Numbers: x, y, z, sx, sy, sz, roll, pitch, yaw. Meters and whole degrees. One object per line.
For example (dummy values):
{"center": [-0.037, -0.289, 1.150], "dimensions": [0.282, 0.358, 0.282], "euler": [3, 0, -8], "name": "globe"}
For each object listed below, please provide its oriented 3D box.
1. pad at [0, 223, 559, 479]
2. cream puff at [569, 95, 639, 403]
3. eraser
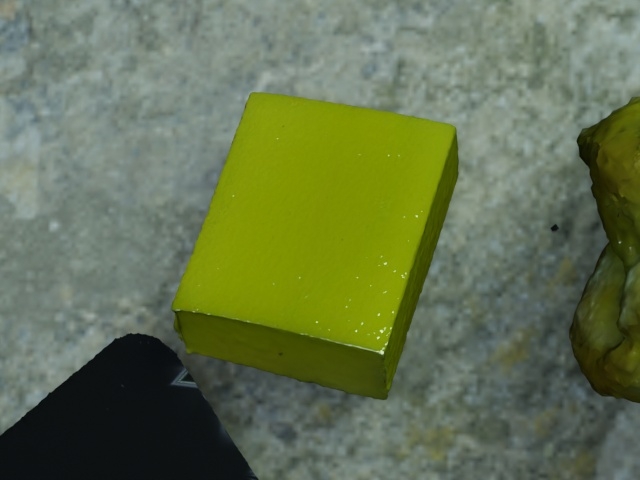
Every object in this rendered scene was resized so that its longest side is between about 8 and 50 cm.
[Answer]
{"center": [0.002, 0.131, 0.807], "dimensions": [0.323, 0.055, 0.250], "euler": [-35, 76, 6], "name": "pad"}
{"center": [0.210, -0.008, 0.706], "dimensions": [0.244, 0.196, 0.244], "euler": [10, 70, -30], "name": "cream puff"}
{"center": [0.000, 0.000, 0.804], "dimensions": [0.097, 0.045, 0.122], "euler": [11, 59, 12], "name": "eraser"}
